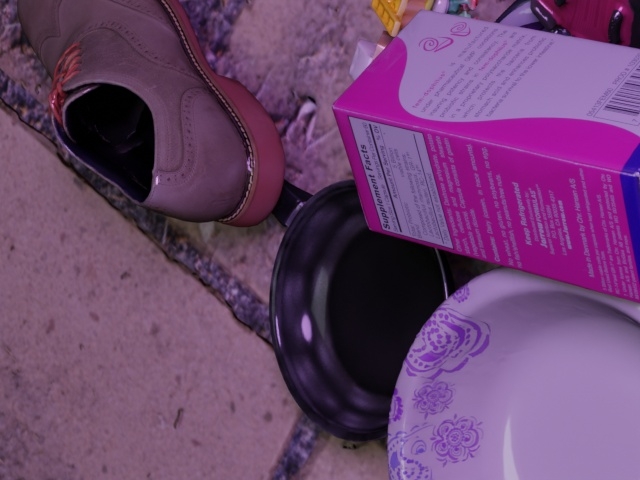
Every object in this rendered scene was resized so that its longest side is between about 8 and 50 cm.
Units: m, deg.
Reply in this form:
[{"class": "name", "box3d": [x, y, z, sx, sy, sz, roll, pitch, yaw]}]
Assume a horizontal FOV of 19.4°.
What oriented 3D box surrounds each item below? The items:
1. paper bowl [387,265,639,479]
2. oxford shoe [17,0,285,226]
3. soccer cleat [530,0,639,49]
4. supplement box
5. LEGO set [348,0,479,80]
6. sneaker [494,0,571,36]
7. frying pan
[{"class": "paper bowl", "box3d": [0.195, 0.144, 1.241, 0.284, 0.148, 0.284, 7, 101, 38]}, {"class": "oxford shoe", "box3d": [-0.168, -0.133, 1.495, 0.348, 0.130, 0.123, 41, 121, 40]}, {"class": "soccer cleat", "box3d": [0.277, -0.145, 1.153, 0.331, 0.143, 0.116, 29, 154, 27]}, {"class": "supplement box", "box3d": [0.133, -0.056, 1.168, 0.220, 0.111, 0.114, 17, 140, 34]}, {"class": "LEGO set", "box3d": [0.101, -0.227, 1.287, 0.132, 0.107, 0.287, 176, 100, -66]}, {"class": "sneaker", "box3d": [0.123, -0.080, 1.305, 0.098, 0.083, 0.224, 54, 136, 9]}, {"class": "frying pan", "box3d": [-0.006, 0.028, 1.452, 0.326, 0.053, 0.197, 31, 113, 44]}]
